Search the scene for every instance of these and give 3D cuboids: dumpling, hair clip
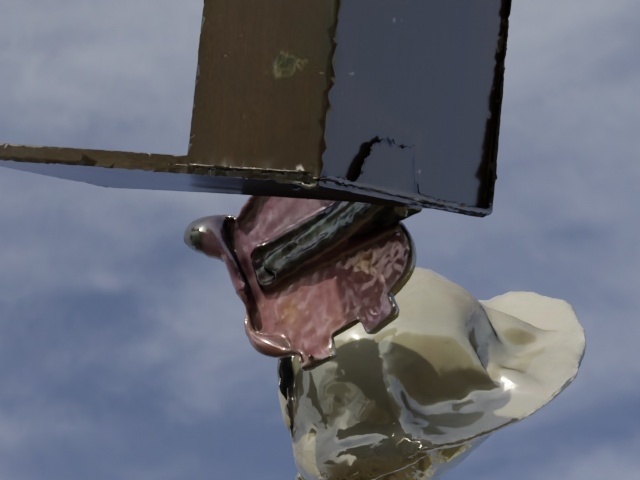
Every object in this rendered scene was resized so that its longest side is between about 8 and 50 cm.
[{"bbox_3d":[0.072,0.086,1.307,0.163,0.293,0.204,47,-58,-1],"label":"dumpling"},{"bbox_3d":[0.005,0.001,1.175,0.187,0.146,0.056,-38,-28,27],"label":"hair clip"}]

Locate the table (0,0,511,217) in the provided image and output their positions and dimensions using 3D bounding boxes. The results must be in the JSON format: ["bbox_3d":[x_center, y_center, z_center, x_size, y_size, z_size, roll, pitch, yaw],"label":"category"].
[{"bbox_3d":[-0.056,-0.151,1.013,0.282,0.196,0.250,4,-91,32],"label":"table"}]
